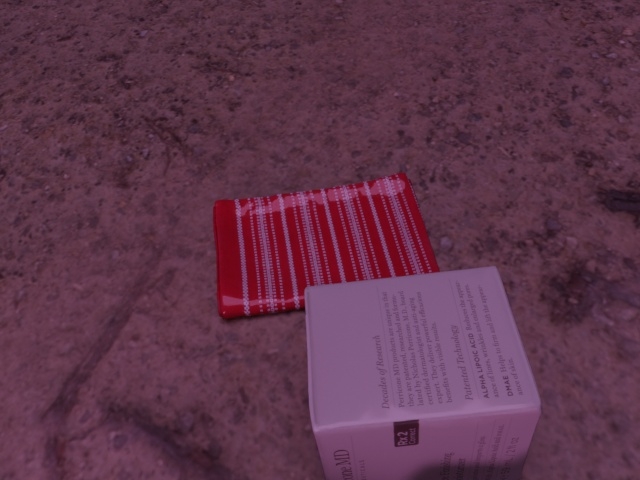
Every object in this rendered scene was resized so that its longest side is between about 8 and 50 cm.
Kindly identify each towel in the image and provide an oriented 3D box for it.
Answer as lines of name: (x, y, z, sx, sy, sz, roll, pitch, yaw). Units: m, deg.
towel: (0.000, 0.000, 0.824, 0.274, 0.031, 0.199, -8, 47, -1)

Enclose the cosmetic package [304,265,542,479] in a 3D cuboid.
cosmetic package: (0.085, 0.134, 0.603, 0.183, 0.151, 0.151, -7, 47, 2)
